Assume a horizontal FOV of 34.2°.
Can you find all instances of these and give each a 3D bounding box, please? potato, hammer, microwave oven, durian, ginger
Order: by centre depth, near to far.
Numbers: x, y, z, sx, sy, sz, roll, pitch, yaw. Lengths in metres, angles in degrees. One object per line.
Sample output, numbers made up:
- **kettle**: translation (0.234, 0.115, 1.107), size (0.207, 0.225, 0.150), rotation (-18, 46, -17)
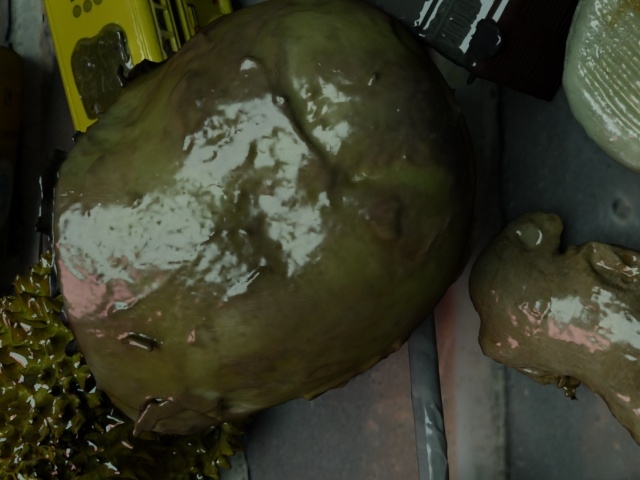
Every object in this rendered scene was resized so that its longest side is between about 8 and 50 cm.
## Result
- **potato**: translation (-0.009, -0.014, 0.709), size (0.237, 0.301, 0.289), rotation (0, 129, 26)
- **ginger**: translation (0.207, 0.070, 0.751), size (0.213, 0.074, 0.138), rotation (37, 126, 29)
- **microwave oven**: translation (0.093, -0.240, 0.755), size (0.247, 0.178, 0.188), rotation (37, 111, 24)
- **hammer**: translation (0.068, 0.038, 0.804), size (0.152, 0.044, 0.427), rotation (-27, 62, 49)
- **durian**: translation (-0.192, 0.125, 0.900), size (0.258, 0.258, 0.293), rotation (30, 101, 27)

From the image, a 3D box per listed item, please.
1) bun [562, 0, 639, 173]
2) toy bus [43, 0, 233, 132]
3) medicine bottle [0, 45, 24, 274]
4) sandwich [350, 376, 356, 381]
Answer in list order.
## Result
- **bun**: translation (0.259, -0.128, 0.700), size (0.183, 0.102, 0.183), rotation (11, 114, 25)
- **toy bus**: translation (-0.173, -0.245, 0.927), size (0.144, 0.152, 0.330), rotation (-20, 81, 31)
- **medicine bottle**: translation (-0.428, -0.017, 1.042), size (0.224, 0.224, 0.385), rotation (11, 96, 30)
- **sandwich**: translation (0.000, 0.000, 0.882), size (0.193, 0.058, 0.162), rotation (47, 112, 23)
